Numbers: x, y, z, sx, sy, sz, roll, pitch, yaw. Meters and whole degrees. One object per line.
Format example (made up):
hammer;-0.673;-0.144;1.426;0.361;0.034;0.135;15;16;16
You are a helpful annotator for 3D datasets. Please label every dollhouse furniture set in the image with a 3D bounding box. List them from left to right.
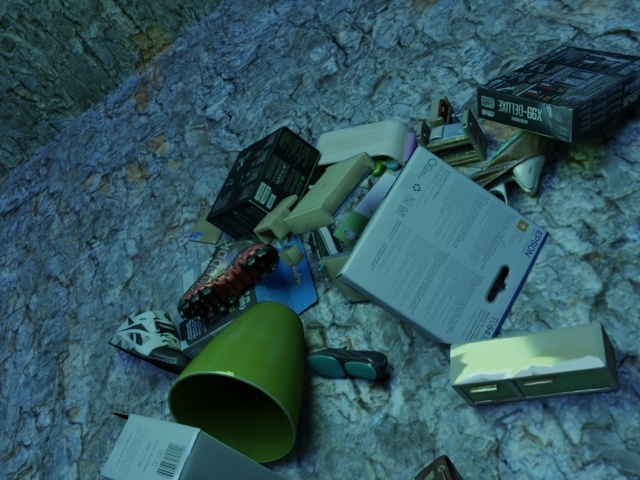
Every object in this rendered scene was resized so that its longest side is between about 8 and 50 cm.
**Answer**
dollhouse furniture set;0.068;0.001;1.561;0.286;0.303;0.198;-16;28;50
dollhouse furniture set;0.325;-0.291;1.656;0.129;0.129;0.184;-10;51;31

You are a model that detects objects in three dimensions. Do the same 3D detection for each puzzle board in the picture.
puzzle board;-0.333;-0.035;2.040;0.128;0.011;0.096;6;62;41

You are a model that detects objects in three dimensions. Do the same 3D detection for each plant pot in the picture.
plant pot;-0.144;0.275;1.478;0.275;0.275;0.293;-15;30;28

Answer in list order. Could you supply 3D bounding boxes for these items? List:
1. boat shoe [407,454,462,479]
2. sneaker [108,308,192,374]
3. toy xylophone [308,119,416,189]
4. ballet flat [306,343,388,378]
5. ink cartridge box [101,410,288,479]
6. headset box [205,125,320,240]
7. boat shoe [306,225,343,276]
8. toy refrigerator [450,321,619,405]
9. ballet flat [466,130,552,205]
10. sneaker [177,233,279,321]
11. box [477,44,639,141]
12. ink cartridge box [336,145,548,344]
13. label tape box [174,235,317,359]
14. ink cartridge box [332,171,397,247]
boat shoe;0.262;0.484;1.084;0.123;0.123;0.342;-44;36;1
sneaker;-0.431;0.254;1.795;0.330;0.122;0.146;13;67;42
toy xylophone;0.089;-0.212;1.807;0.322;0.081;0.236;3;59;39
ballet flat;0.061;0.259;1.464;0.203;0.074;0.074;-4;54;43
ink cartridge box;-0.259;0.467;1.350;0.272;0.309;0.130;-1;57;38
headset box;-0.165;-0.145;1.856;0.283;0.131;0.246;-17;45;54
boat shoe;0.000;0.000;1.706;0.070;0.078;0.219;-33;44;9
toy refrigerator;0.377;0.229;1.214;0.269;0.102;0.094;-13;50;28
ballet flat;0.394;-0.125;1.497;0.342;0.116;0.124;-35;63;10
sneaker;-0.233;0.082;1.638;0.276;0.097;0.135;-37;44;-3
box;0.533;-0.327;1.471;0.307;0.076;0.242;-30;36;-27
ink cartridge box;0.251;0.028;1.388;0.324;0.330;0.071;-57;4;-16
label tape box;-0.198;0.127;1.728;0.347;0.115;0.249;-32;43;14
ink cartridge box;0.141;-0.058;1.656;0.209;0.062;0.109;-49;43;-6
